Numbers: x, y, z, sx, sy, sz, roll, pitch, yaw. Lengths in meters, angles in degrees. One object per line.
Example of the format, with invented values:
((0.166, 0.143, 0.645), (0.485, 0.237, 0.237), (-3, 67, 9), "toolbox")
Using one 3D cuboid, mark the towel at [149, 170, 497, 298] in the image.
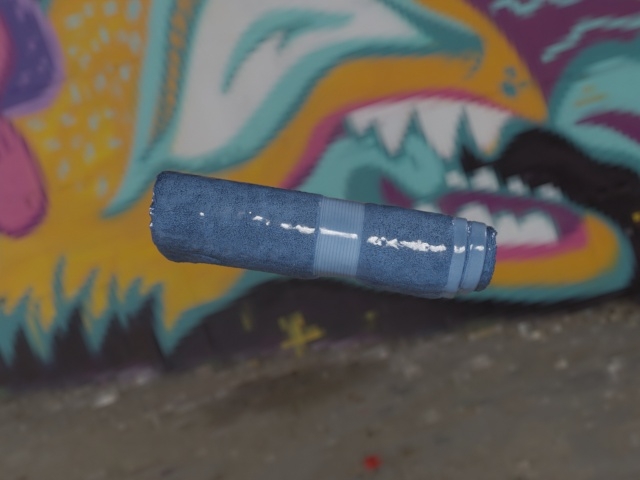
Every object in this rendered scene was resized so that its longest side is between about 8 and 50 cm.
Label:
((0.000, 0.000, 0.664), (0.119, 0.029, 0.067), (9, -4, 1), "towel")
